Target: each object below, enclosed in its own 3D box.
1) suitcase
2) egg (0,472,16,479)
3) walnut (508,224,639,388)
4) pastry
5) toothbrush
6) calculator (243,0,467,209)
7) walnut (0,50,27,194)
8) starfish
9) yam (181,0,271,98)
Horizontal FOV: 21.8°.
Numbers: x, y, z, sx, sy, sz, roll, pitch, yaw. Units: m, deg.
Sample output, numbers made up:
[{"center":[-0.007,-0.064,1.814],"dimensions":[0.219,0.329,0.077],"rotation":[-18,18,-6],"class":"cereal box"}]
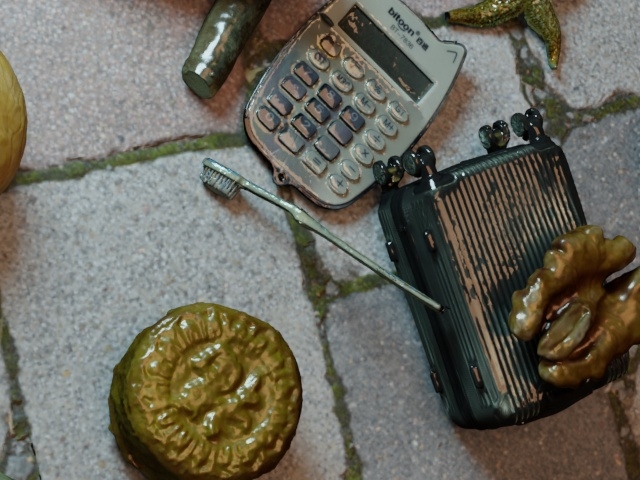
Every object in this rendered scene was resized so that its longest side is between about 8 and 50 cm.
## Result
[{"center":[0.191,0.035,1.753],"dimensions":[0.202,0.128,0.312],"rotation":[-20,91,-27],"class":"suitcase"},{"center":[-0.367,0.334,1.331],"dimensions":[0.427,0.345,0.345],"rotation":[15,74,-18],"class":"egg"},{"center":[0.258,0.065,1.672],"dimensions":[0.170,0.069,0.143],"rotation":[-38,101,-24],"class":"walnut"},{"center":[-0.110,0.154,1.611],"dimensions":[0.188,0.103,0.189],"rotation":[5,79,-24],"class":"pastry"},{"center":[0.003,-0.005,1.683],"dimensions":[0.294,0.026,0.028],"rotation":[29,82,7],"class":"toothbrush"},{"center":[0.032,-0.156,1.770],"dimensions":[0.177,0.040,0.268],"rotation":[45,67,-10],"class":"calculator"},{"center":[-0.343,-0.110,1.536],"dimensions":[0.144,0.144,0.180],"rotation":[-1,78,-24],"class":"walnut"},{"center":[0.225,-0.296,1.887],"dimensions":[0.223,0.050,0.217],"rotation":[-13,78,-31],"class":"starfish"},{"center":[-0.068,-0.271,1.739],"dimensions":[0.061,0.061,0.274],"rotation":[34,70,-15],"class":"yam"}]
